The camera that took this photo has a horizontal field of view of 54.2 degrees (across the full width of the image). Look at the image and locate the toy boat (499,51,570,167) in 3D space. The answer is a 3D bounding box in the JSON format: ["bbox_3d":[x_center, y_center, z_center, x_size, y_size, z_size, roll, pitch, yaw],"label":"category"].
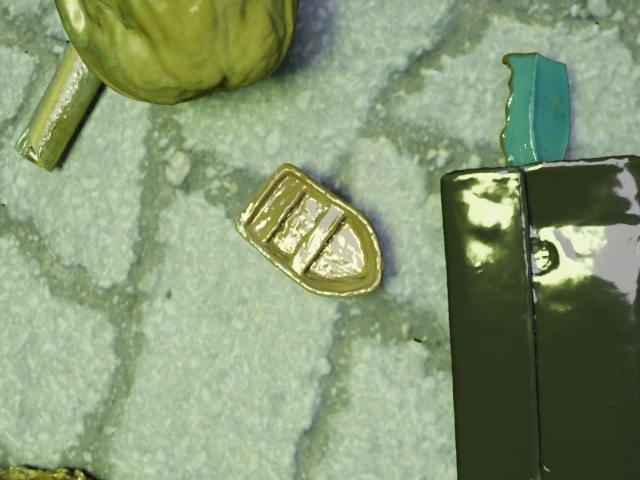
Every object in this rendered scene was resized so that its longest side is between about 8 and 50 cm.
[{"bbox_3d":[0.240,-0.126,0.737,0.075,0.077,0.185,4,85,-31],"label":"toy boat"}]

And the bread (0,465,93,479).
[{"bbox_3d":[-0.360,0.377,0.782,0.245,0.121,0.174,8,86,9],"label":"bread"}]

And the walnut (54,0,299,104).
[{"bbox_3d":[-0.160,-0.292,0.701,0.253,0.282,0.277,-18,116,11],"label":"walnut"}]

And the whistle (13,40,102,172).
[{"bbox_3d":[-0.316,-0.247,0.849,0.068,0.057,0.326,30,92,14],"label":"whistle"}]

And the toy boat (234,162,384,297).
[{"bbox_3d":[0.000,0.000,0.771,0.188,0.061,0.116,38,92,11],"label":"toy boat"}]

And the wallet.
[{"bbox_3d":[0.254,0.118,0.678,0.228,0.062,0.406,-3,94,16],"label":"wallet"}]
